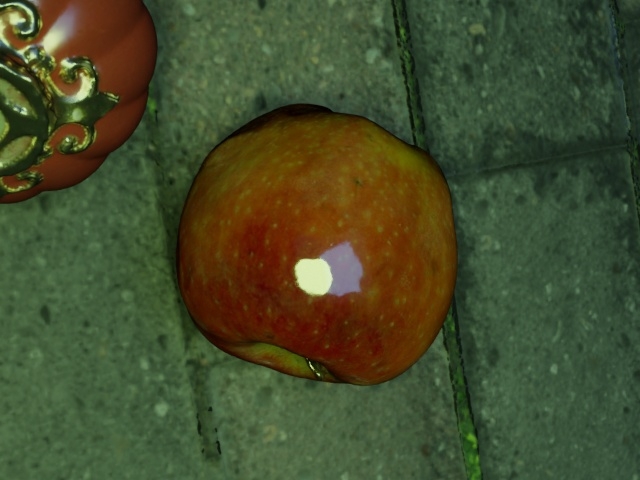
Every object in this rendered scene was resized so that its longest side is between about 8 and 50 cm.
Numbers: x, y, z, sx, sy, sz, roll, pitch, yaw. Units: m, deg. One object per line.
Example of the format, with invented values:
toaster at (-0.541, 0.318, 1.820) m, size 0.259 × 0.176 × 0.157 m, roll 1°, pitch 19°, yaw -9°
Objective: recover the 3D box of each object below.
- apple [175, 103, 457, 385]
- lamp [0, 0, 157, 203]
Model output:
apple at (0.000, 0.000, 0.860) m, size 0.230 × 0.230 × 0.230 m, roll 1°, pitch 89°, yaw -25°
lamp at (-0.227, -0.127, 0.758) m, size 0.227 × 0.227 × 0.226 m, roll 1°, pitch 89°, yaw -25°
